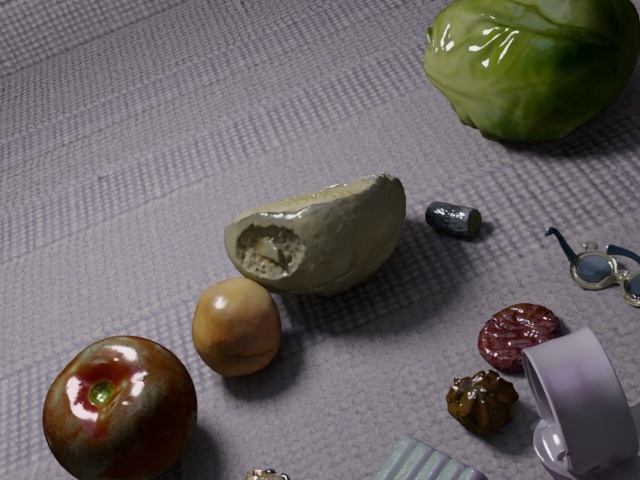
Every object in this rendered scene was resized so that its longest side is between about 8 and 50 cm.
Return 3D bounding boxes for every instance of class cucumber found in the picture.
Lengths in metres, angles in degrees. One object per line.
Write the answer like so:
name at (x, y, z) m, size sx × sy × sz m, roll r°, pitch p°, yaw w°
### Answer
cucumber at (0.264, -0.042, 2.132) m, size 0.112 × 0.064 × 0.064 m, roll 13°, pitch 49°, yaw 41°

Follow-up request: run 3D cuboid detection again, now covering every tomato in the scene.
tomato at (-0.340, 0.308, 1.871) m, size 0.270 × 0.222 × 0.270 m, roll -10°, pitch 56°, yaw 14°

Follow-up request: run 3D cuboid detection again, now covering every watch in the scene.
watch at (0.406, 0.251, 1.551) m, size 0.196 × 0.231 × 0.244 m, roll -19°, pitch 34°, yaw 1°

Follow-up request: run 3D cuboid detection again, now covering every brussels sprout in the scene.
brussels sprout at (0.465, -0.392, 2.218) m, size 0.425 × 0.342 × 0.361 m, roll -39°, pitch 31°, yaw -4°

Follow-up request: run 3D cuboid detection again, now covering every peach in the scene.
peach at (-0.157, 0.166, 1.992) m, size 0.184 × 0.184 × 0.184 m, roll -14°, pitch 38°, yaw 11°

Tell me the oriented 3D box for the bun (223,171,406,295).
bun at (0.004, 0.002, 2.072) m, size 0.364 × 0.202 × 0.364 m, roll -16°, pitch 7°, yaw 2°

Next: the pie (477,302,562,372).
pie at (0.344, 0.166, 1.848) m, size 0.155 × 0.036 × 0.154 m, roll -14°, pitch 37°, yaw 10°

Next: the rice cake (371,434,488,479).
rice cake at (0.146, 0.405, 1.652) m, size 0.189 × 0.037 × 0.198 m, roll 20°, pitch 53°, yaw 43°

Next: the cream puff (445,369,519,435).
cream puff at (0.260, 0.259, 1.728) m, size 0.116 × 0.094 × 0.122 m, roll -10°, pitch 43°, yaw 21°

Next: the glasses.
glasses at (0.471, 0.046, 1.818) m, size 0.190 × 0.221 × 0.088 m, roll 23°, pitch 95°, yaw 42°

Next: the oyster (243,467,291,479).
oyster at (-0.098, 0.436, 1.708) m, size 0.163 × 0.081 × 0.191 m, roll -35°, pitch 42°, yaw -24°
